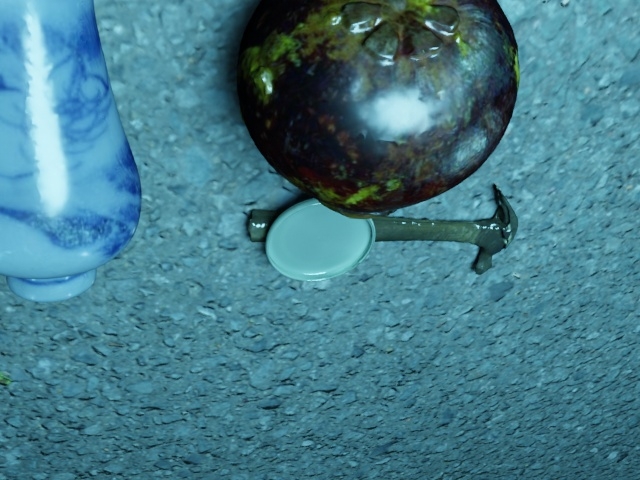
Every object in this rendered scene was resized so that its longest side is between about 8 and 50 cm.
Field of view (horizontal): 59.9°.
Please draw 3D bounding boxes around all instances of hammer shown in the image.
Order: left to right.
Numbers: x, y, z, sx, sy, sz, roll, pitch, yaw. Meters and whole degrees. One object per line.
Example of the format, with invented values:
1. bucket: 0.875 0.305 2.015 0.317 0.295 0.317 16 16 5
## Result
1. hammer: 0.071 -0.010 0.584 0.297 0.027 0.125 1 129 -15

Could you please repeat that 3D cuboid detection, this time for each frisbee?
1. frisbee: 0.000 0.000 0.547 0.110 0.014 0.110 -7 135 -7

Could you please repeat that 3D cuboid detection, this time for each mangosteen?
1. mangosteen: 0.038 -0.103 0.415 0.192 0.192 0.217 -11 162 -6

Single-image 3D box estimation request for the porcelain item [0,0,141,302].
1. porcelain item: -0.201 -0.075 0.392 0.141 0.141 0.259 0 121 -14
